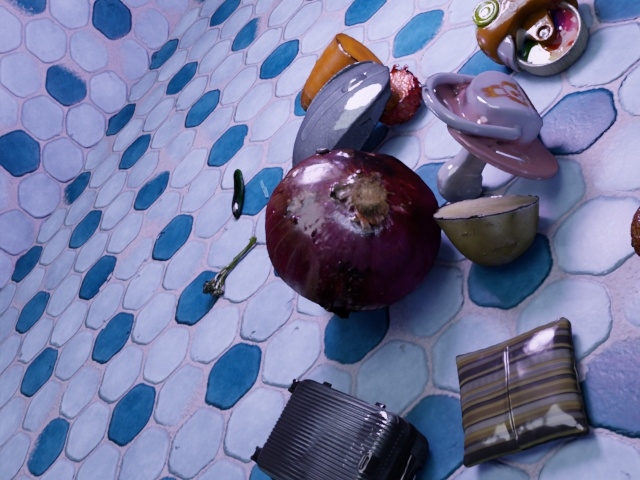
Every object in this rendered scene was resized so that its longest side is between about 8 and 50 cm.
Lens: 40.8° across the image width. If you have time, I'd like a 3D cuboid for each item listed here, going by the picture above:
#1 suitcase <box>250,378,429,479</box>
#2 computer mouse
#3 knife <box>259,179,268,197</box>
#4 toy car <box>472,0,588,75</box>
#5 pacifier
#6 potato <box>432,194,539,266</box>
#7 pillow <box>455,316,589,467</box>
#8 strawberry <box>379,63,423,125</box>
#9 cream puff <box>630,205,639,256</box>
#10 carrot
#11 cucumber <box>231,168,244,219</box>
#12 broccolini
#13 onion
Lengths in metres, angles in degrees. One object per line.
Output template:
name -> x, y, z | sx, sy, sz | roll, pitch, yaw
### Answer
suitcase -> 0.025, 0.364, 1.484 | 0.312, 0.128, 0.202 | 11, 66, 52
computer mouse -> 0.030, -0.265, 2.031 | 0.374, 0.114, 0.203 | -59, 30, 20
knife -> -0.149, -0.137, 2.298 | 0.014, 0.005, 0.091 | -43, 34, 13
toy car -> 0.451, -0.435, 1.797 | 0.235, 0.145, 0.235 | -17, 61, 33
pacifier -> 0.317, -0.200, 1.640 | 0.220, 0.273, 0.332 | -14, 38, 3
potato -> 0.302, -0.012, 1.553 | 0.182, 0.117, 0.202 | -23, 14, -41
pillow -> 0.308, 0.237, 1.350 | 0.208, 0.052, 0.212 | -25, 41, 27
strawberry -> 0.182, -0.337, 2.034 | 0.145, 0.086, 0.145 | -34, 39, 33
cream puff -> 0.541, -0.025, 1.312 | 0.149, 0.084, 0.149 | -32, 37, 28
carrot -> 0.037, -0.412, 2.245 | 0.225, 0.159, 0.159 | -46, 32, 23
cucumber -> -0.225, -0.132, 2.358 | 0.036, 0.033, 0.184 | -15, 44, 12
broccolini -> -0.228, 0.062, 2.164 | 0.194, 0.054, 0.052 | -54, 14, -10
onion -> 0.052, 0.006, 1.702 | 0.385, 0.347, 0.348 | 109, 177, -57
